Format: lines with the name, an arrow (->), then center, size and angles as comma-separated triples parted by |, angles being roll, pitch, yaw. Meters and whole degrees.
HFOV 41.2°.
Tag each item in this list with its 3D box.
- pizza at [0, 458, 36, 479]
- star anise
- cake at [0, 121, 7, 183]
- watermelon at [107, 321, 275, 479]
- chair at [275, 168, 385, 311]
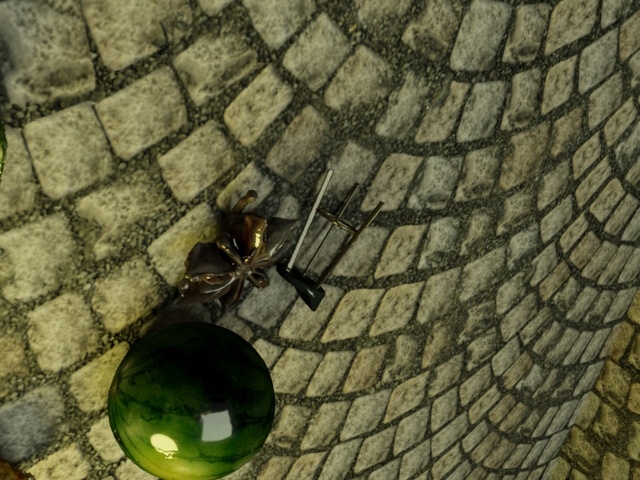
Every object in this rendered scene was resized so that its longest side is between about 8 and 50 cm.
pizza -> -0.513, 0.335, 1.132 | 0.305, 0.086, 0.161 | 11, 134, -47
star anise -> -0.122, 0.014, 1.248 | 0.209, 0.089, 0.231 | -7, 133, -56
cake -> -0.446, -0.110, 0.868 | 0.235, 0.099, 0.100 | 11, 116, -26
watermelon -> -0.187, 0.236, 1.250 | 0.242, 0.242, 0.242 | -26, 137, -28
chair -> 0.001, 0.001, 1.366 | 0.095, 0.104, 0.222 | 24, 99, -25
